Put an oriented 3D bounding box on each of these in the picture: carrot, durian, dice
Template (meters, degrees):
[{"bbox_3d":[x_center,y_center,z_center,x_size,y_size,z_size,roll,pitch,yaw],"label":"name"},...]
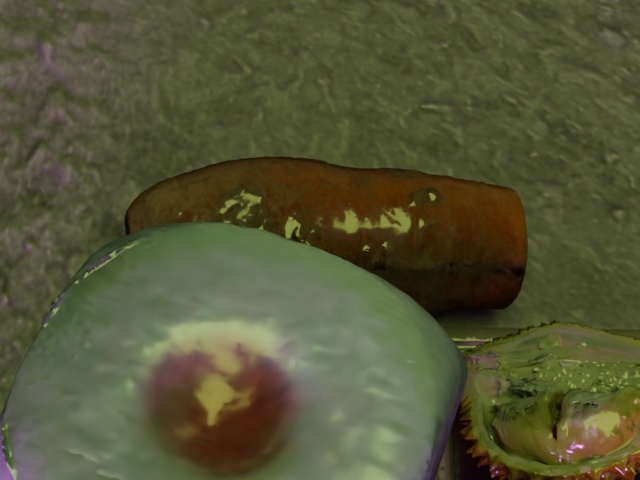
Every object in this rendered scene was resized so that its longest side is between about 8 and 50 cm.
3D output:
[{"bbox_3d":[0.000,0.000,1.399,0.302,0.138,0.138,-2,61,-13],"label":"carrot"},{"bbox_3d":[0.167,0.128,1.341,0.208,0.102,0.146,21,56,34],"label":"durian"},{"bbox_3d":[-0.064,0.164,1.223,0.268,0.262,0.264,17,61,7],"label":"dice"}]

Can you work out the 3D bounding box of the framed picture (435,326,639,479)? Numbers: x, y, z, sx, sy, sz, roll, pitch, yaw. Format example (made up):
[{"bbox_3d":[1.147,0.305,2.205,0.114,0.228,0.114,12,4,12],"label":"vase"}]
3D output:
[{"bbox_3d":[0.227,0.164,1.383,0.289,0.020,0.211,1,60,-3],"label":"framed picture"}]
